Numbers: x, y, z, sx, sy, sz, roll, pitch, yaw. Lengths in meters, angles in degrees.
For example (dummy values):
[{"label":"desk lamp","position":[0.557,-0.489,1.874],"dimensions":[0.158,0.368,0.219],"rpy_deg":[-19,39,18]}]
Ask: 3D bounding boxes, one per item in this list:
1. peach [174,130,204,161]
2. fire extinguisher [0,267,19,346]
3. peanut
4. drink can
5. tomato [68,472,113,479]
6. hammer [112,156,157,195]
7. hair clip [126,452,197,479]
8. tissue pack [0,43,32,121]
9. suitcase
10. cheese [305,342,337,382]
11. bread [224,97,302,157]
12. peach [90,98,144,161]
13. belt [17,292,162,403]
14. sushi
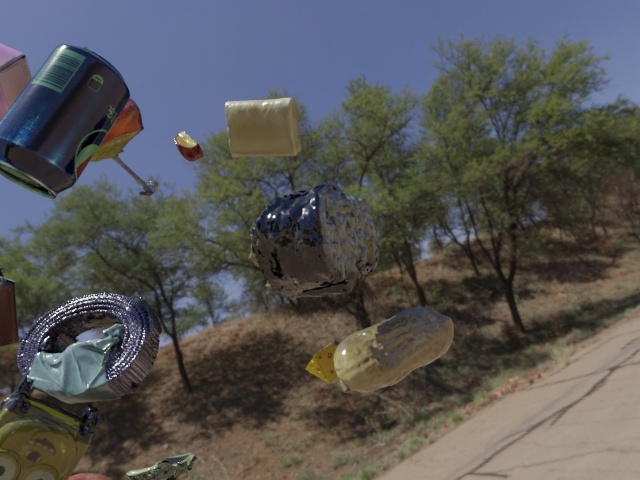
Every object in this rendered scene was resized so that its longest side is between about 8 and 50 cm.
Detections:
[{"label":"peach","position":[-0.347,-0.244,1.199],"dimensions":[0.050,0.083,0.077],"rpy_deg":[-34,12,-19]},{"label":"fire extinguisher","position":[-1.077,0.216,1.553],"dimensions":[0.104,0.269,0.105],"rpy_deg":[3,8,0]},{"label":"peanut","position":[0.166,0.252,1.072],"dimensions":[0.291,0.143,0.159],"rpy_deg":[-25,-9,-10]},{"label":"drink can","position":[-0.368,-0.168,0.652],"dimensions":[0.118,0.118,0.205],"rpy_deg":[102,-168,-71]},{"label":"tomato","position":[-0.673,0.783,1.263],"dimensions":[0.264,0.265,0.265],"rpy_deg":[-22,-15,-6]},{"label":"hammer","position":[-0.970,-0.380,2.237],"dimensions":[0.044,0.427,0.152],"rpy_deg":[-36,24,14]},{"label":"hair clip","position":[-0.474,0.714,1.399],"dimensions":[0.138,0.091,0.321],"rpy_deg":[-15,-20,-1]},{"label":"tissue pack","position":[-0.772,-0.349,1.107],"dimensions":[0.246,0.148,0.093],"rpy_deg":[112,-178,-51]},{"label":"suitcase","position":[-0.593,0.430,0.934],"dimensions":[0.143,0.193,0.235],"rpy_deg":[-5,52,56]},{"label":"cheese","position":[0.005,0.492,1.847],"dimensions":[0.093,0.126,0.171],"rpy_deg":[-29,0,-28]},{"label":"bread","position":[-0.138,-0.270,1.113],"dimensions":[0.178,0.140,0.060],"rpy_deg":[5,22,20]},{"label":"peach","position":[-0.643,-0.338,1.350],"dimensions":[0.267,0.159,0.154],"rpy_deg":[-17,18,45]},{"label":"belt","position":[-0.566,0.262,1.136],"dimensions":[0.324,0.260,0.122],"rpy_deg":[-7,-35,-1]},{"label":"sushi","position":[0.000,0.000,0.924],"dimensions":[0.170,0.211,0.350],"rpy_deg":[-13,3,22]}]
